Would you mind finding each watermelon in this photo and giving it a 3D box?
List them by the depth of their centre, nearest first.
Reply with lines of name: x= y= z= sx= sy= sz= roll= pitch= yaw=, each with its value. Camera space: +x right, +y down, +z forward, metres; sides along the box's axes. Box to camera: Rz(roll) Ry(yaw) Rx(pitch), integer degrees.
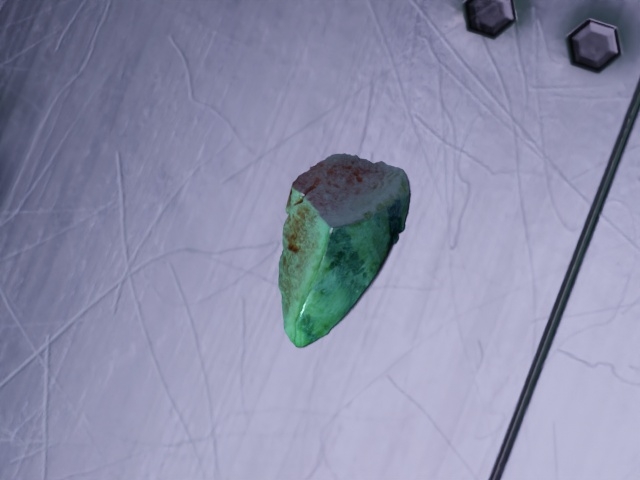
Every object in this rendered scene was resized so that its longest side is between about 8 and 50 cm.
watermelon: x=0.006 y=0.004 z=1.531 sx=0.094 sy=0.081 sz=0.180 roll=7 pitch=73 yaw=38
